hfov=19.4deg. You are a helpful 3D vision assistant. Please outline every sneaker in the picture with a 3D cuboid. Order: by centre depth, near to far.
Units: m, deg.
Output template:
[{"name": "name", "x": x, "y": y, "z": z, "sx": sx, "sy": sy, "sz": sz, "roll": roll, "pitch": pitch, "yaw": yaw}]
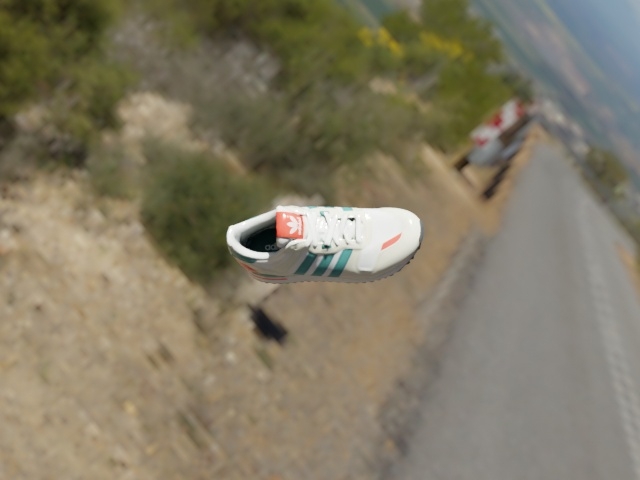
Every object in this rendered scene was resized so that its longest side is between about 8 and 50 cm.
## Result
[{"name": "sneaker", "x": 0.000, "y": 0.000, "z": 1.509, "sx": 0.075, "sy": 0.161, "sz": 0.057, "roll": 37, "pitch": 51, "yaw": -62}]
